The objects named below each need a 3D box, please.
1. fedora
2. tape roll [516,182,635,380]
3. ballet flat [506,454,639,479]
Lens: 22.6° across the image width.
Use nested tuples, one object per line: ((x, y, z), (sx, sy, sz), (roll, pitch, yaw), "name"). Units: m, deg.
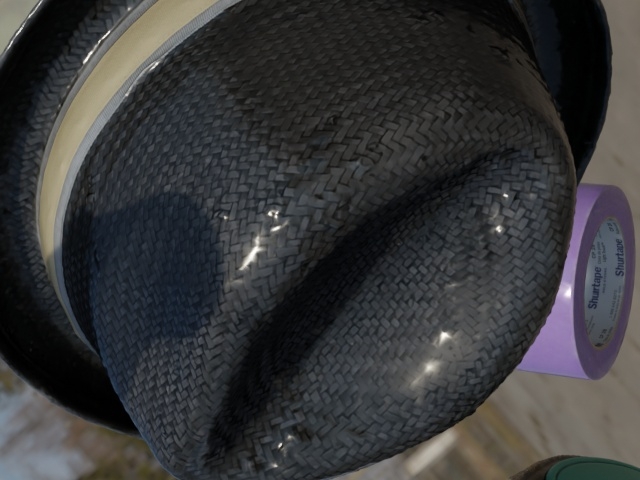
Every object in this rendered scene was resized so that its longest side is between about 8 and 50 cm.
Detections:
((0.000, 0.000, 0.714), (0.334, 0.334, 0.152), (51, -171, -37), "fedora")
((0.238, 0.037, 1.544), (0.080, 0.189, 0.189), (5, 153, 28), "tape roll")
((0.101, 0.175, 0.824), (0.316, 0.106, 0.107), (10, -134, -55), "ballet flat")
